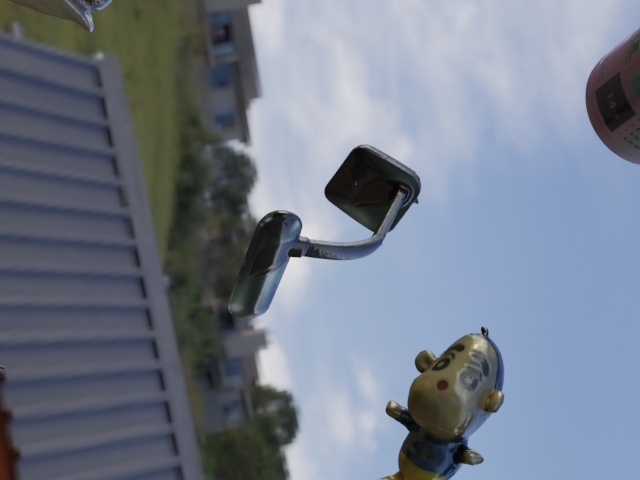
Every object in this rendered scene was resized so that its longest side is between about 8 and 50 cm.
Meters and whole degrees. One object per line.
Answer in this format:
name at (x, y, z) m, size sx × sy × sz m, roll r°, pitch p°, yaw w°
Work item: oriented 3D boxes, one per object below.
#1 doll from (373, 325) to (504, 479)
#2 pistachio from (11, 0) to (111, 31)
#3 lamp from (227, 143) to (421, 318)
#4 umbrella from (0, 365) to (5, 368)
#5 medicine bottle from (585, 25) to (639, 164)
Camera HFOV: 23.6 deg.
doll at (0.103, 0.155, 1.306) m, size 0.102 × 0.179 × 0.089 m, roll 27°, pitch 1°, yaw 28°
pistachio at (-0.292, -0.306, 1.565) m, size 0.215 × 0.144 × 0.144 m, roll 39°, pitch 16°, yaw -39°
lamp at (0.004, 0.005, 2.045) m, size 0.124 × 0.283 × 0.203 m, roll 42°, pitch -50°, yaw 7°
umbrella at (-0.386, 0.114, 1.586) m, size 0.022 × 0.122 × 0.013 m, roll 101°, pitch 4°, yaw -46°
medicine bottle at (0.409, -0.187, 1.656) m, size 0.254 × 0.152 × 0.152 m, roll 137°, pitch -59°, yaw -67°
